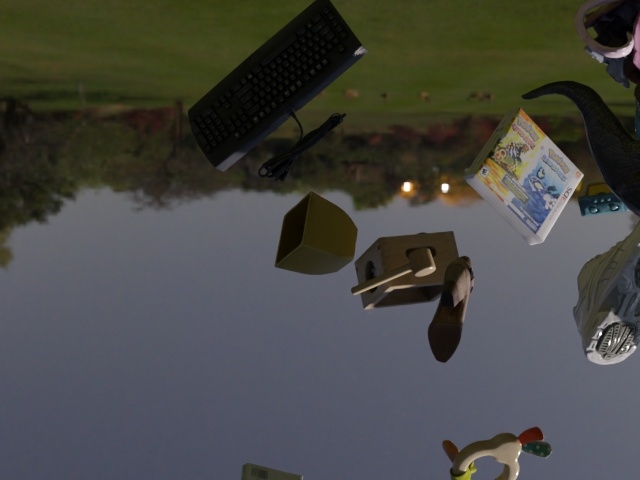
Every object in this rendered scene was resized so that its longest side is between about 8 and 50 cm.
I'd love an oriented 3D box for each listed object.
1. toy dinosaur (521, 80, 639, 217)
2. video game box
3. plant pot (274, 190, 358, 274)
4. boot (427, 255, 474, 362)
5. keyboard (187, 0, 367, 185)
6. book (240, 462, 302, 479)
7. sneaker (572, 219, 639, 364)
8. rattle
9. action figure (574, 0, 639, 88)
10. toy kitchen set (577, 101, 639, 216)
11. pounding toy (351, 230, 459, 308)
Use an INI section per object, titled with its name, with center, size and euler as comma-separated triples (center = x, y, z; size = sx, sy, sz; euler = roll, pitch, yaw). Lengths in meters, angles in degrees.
[toy dinosaur]
center = 0.318, -0.053, 0.783
size = 0.313, 0.160, 0.121
euler = 7, -128, 6
[video game box]
center = 0.403, -0.127, 1.865
size = 0.205, 0.187, 0.048
euler = 42, 154, -15
[plant pot]
center = 0.000, 0.000, 1.217
size = 0.083, 0.081, 0.081
euler = 22, 148, -21
[boot]
center = 0.166, 0.080, 1.163
size = 0.042, 0.118, 0.087
euler = 15, -149, 18
[keyboard]
center = -0.060, -0.222, 1.529
size = 0.317, 0.201, 0.033
euler = -38, 171, 16
[book]
center = -0.079, 0.415, 1.415
size = 0.096, 0.144, 0.035
euler = 20, 147, -23
[sneaker]
center = 0.378, 0.037, 1.198
size = 0.090, 0.232, 0.115
euler = 13, -152, -22
[rattle]
center = 0.336, 0.393, 1.810
size = 0.130, 0.200, 0.143
euler = 42, -165, -2
[action figure]
center = 0.589, -0.442, 1.571
size = 0.275, 0.370, 0.248
euler = 20, -149, -52
[toy kitchen set]
center = 0.510, -0.135, 1.608
size = 0.166, 0.207, 0.122
euler = -7, -148, 23
[pounding toy]
center = 0.122, 0.032, 1.454
size = 0.181, 0.094, 0.206
euler = -5, 162, -18
